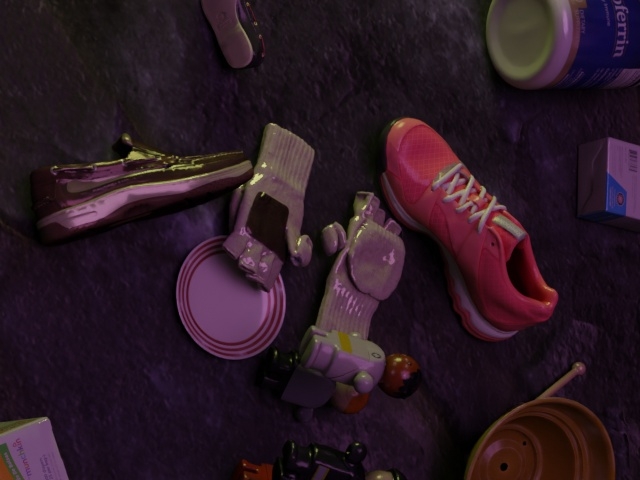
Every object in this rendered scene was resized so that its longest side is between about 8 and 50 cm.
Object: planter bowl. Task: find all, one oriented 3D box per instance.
[{"bbox_3d":[0.243,0.285,1.848,0.217,0.090,0.217,-5,101,-27],"label":"planter bowl"}]

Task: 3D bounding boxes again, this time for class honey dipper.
[{"bbox_3d":[0.288,0.197,1.946,0.161,0.030,0.030,-31,99,-35],"label":"honey dipper"}]

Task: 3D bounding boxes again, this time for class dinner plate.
[{"bbox_3d":[-0.102,0.065,1.719,0.141,0.017,0.141,7,77,-33],"label":"dinner plate"}]

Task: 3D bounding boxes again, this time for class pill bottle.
[{"bbox_3d":[0.361,-0.275,2.008,0.265,0.153,0.153,-5,84,-35],"label":"pill bottle"}]

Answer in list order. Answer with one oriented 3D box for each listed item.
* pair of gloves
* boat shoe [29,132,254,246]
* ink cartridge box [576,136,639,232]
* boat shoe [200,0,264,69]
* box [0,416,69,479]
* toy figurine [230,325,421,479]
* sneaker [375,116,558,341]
[{"bbox_3d":[0.000,0.000,1.771,0.240,0.042,0.204,39,56,-24],"label":"pair of gloves"},{"bbox_3d":[-0.191,-0.073,1.642,0.257,0.095,0.095,-17,85,-34],"label":"boat shoe"},{"bbox_3d":[0.436,-0.068,2.073,0.181,0.062,0.104,12,75,-31],"label":"ink cartridge box"},{"bbox_3d":[-0.102,-0.261,1.766,0.042,0.049,0.133,-9,78,-62],"label":"boat shoe"},{"bbox_3d":[-0.321,0.237,1.428,0.103,0.203,0.114,-19,92,-34],"label":"box"},{"bbox_3d":[0.014,0.208,1.652,0.148,0.213,0.209,20,66,-17],"label":"toy figurine"},{"bbox_3d":[0.191,-0.025,1.857,0.116,0.136,0.313,-40,103,-33],"label":"sneaker"}]
